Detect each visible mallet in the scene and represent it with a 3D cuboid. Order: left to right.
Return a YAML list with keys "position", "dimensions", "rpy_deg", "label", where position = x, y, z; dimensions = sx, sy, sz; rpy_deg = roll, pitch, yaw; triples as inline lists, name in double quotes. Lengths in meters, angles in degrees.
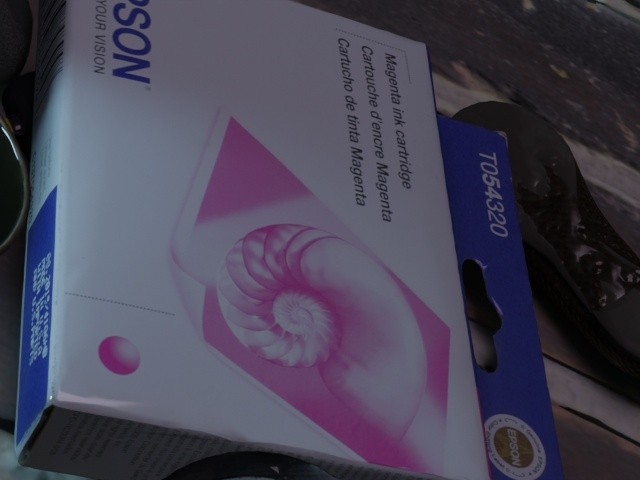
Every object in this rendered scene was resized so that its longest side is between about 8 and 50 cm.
- position: [-0.222, -0.064, 0.925]
  dimensions: [0.189, 0.039, 0.062]
  rpy_deg: [-2, 50, -30]
  label: "mallet"

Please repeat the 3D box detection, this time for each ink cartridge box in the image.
- position: [0.000, 0.000, 0.931]
  dimensions: [0.330, 0.071, 0.324]
  rpy_deg: [13, 49, -22]
  label: "ink cartridge box"

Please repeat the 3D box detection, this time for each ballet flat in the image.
- position: [0.162, 0.002, 1.091]
  dimensions: [0.084, 0.058, 0.250]
  rpy_deg: [-31, 56, -10]
  label: "ballet flat"

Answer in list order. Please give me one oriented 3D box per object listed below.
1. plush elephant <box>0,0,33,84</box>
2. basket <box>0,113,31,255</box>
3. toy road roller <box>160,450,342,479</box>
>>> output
- position: [-0.322, -0.205, 0.869]
  dimensions: [0.255, 0.272, 0.330]
  rpy_deg: [-6, 3, 8]
  label: "plush elephant"
- position: [-0.243, 0.026, 0.651]
  dimensions: [0.204, 0.227, 0.154]
  rpy_deg: [29, 38, -3]
  label: "basket"
- position: [-0.075, 0.250, 0.549]
  dimensions: [0.240, 0.202, 0.330]
  rpy_deg: [-8, 50, -20]
  label: "toy road roller"
